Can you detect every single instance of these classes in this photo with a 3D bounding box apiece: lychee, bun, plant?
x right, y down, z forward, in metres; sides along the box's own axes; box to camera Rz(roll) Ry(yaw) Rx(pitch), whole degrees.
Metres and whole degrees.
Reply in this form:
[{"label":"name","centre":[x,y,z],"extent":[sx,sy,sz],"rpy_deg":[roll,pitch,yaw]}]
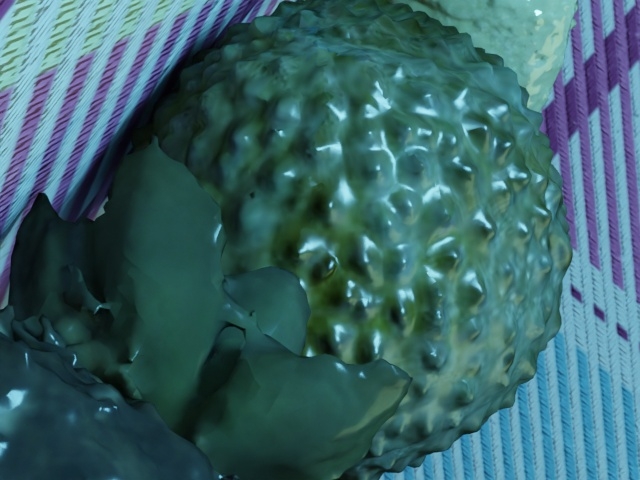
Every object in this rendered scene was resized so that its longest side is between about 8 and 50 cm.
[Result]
[{"label":"lychee","centre":[0.000,0.000,0.934],"extent":[0.255,0.255,0.274],"rpy_deg":[-50,148,-31]},{"label":"bun","centre":[0.085,-0.161,1.159],"extent":[0.220,0.134,0.220],"rpy_deg":[-166,-90,-80]},{"label":"plant","centre":[-0.107,0.118,0.729],"extent":[0.312,0.215,0.213],"rpy_deg":[-53,179,-42]}]
